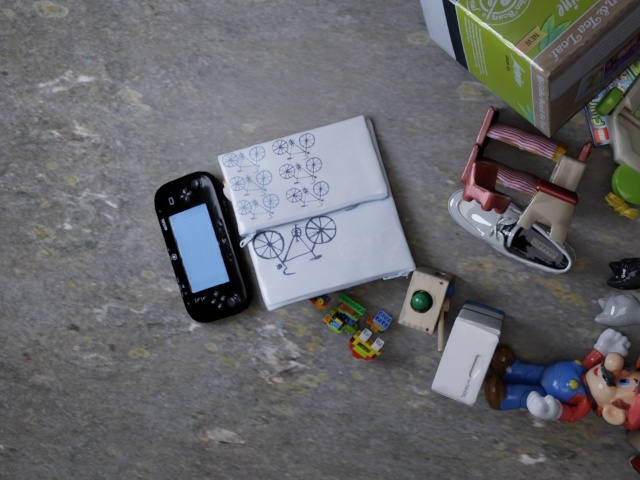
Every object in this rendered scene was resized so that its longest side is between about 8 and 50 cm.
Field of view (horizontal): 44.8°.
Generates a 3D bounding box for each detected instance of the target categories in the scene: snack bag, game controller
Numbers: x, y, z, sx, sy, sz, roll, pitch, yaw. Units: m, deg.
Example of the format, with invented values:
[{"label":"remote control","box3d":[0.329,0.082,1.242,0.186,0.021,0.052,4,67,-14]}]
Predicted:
[{"label":"snack bag","box3d":[-0.009,-0.053,1.542,0.323,0.037,0.342,-15,80,-4]},{"label":"game controller","box3d":[-0.256,0.016,1.680,0.166,0.067,0.319,-18,88,17]}]

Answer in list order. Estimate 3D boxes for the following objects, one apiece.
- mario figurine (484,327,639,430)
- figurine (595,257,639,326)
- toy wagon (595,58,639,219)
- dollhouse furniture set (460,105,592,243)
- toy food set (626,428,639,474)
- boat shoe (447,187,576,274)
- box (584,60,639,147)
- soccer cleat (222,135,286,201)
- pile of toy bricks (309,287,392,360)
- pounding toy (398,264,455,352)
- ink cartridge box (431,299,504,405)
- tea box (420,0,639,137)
[{"label":"mario figurine","box3d":[0.469,0.242,1.421,0.321,0.170,0.198,-1,69,26]},{"label":"figurine","box3d":[0.598,0.104,1.358,0.209,0.215,0.092,10,121,26]},{"label":"toy wagon","box3d":[0.619,-0.190,1.375,0.267,0.068,0.344,36,94,2]},{"label":"dollhouse furniture set","box3d":[0.351,-0.127,1.337,0.201,0.374,0.152,23,104,12]},{"label":"toy food set","box3d":[0.647,0.411,1.447,0.111,0.104,0.232,-40,101,2]},{"label":"boat shoe","box3d":[0.362,-0.016,1.486,0.267,0.088,0.096,36,103,11]},{"label":"box","box3d":[0.541,-0.287,1.442,0.114,0.036,0.207,-15,90,17]},{"label":"soccer cleat","box3d":[-0.118,-0.146,1.635,0.196,0.068,0.076,-36,105,13]},{"label":"pile of toy bricks","box3d":[0.041,0.152,1.598,0.212,0.118,0.105,38,138,0]},{"label":"pounding toy","box3d":[0.217,0.129,1.511,0.100,0.141,0.130,18,99,14]},{"label":"ink cartridge box","box3d":[0.282,0.206,1.465,0.086,0.203,0.148,20,99,14]},{"label":"tea box","box3d":[0.390,-0.418,1.305,0.329,0.220,0.323,-43,65,-1]}]
